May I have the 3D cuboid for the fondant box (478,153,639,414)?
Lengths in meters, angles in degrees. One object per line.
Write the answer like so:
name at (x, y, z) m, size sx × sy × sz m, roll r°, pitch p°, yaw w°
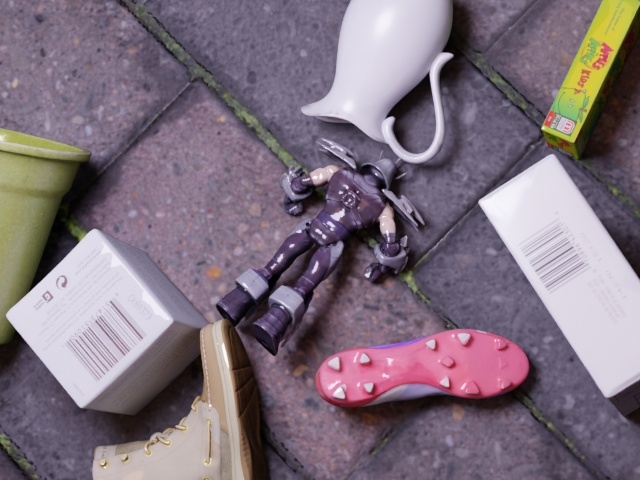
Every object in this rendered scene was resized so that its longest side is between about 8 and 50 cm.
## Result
fondant box at (0.290, 0.059, 1.704) m, size 0.096 × 0.330 × 0.238 m, roll -33°, pitch 75°, yaw 7°

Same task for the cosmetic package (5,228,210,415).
cosmetic package at (-0.244, 0.101, 1.897) m, size 0.151 × 0.183 × 0.151 m, roll -43°, pitch 75°, yaw 3°

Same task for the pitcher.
pitcher at (0.097, -0.210, 1.911) m, size 0.178 × 0.125 × 0.207 m, roll 27°, pitch 96°, yaw 10°

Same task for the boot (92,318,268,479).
boot at (-0.174, 0.230, 1.892) m, size 0.203 × 0.095 × 0.262 m, roll -6°, pitch 98°, yaw 14°

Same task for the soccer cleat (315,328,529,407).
soccer cleat at (0.117, 0.153, 1.866) m, size 0.248 × 0.095 × 0.083 m, roll -7°, pitch 82°, yaw -3°

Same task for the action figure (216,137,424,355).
action figure at (0.000, 0.000, 1.907) m, size 0.185 × 0.099 × 0.285 m, roll 37°, pitch 77°, yaw 23°

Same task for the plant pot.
plant pot at (-0.440, -0.013, 1.942) m, size 0.276 × 0.276 × 0.254 m, roll 14°, pitch 94°, yaw 15°

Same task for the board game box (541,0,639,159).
board game box at (0.319, -0.193, 1.866) m, size 0.043 × 0.092 × 0.181 m, roll 25°, pitch 87°, yaw 16°
